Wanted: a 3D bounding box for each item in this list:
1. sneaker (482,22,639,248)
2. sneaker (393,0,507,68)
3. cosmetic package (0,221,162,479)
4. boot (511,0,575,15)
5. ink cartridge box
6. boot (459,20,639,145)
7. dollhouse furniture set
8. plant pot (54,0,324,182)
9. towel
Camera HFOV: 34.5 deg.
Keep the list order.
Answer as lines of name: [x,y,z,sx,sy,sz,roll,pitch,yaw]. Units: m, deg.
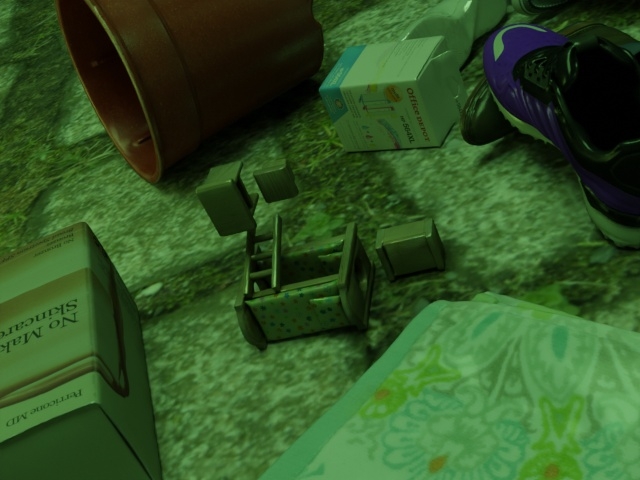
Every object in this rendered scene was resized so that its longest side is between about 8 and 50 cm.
sneaker: [0.234,-0.139,0.929,0.102,0.146,0.293,-28,48,-2]
sneaker: [0.141,-0.252,1.282,0.212,0.080,0.094,-40,23,-32]
cosmetic package: [-0.247,0.127,0.946,0.153,0.129,0.296,-25,33,-2]
boot: [0.327,-0.329,1.253,0.190,0.069,0.086,-33,28,-13]
ink cartridge box: [0.090,-0.164,1.162,0.143,0.092,0.090,-1,41,34]
boot: [0.249,-0.160,1.062,0.219,0.082,0.106,-36,32,-19]
dollhouse furniture set: [0.000,0.000,0.930,0.182,0.161,0.101,-14,35,19]
plant pot: [-0.157,-0.253,1.316,0.265,0.272,0.272,-29,32,-19]
towel: [0.109,0.191,0.661,0.320,0.090,0.374,14,50,45]
